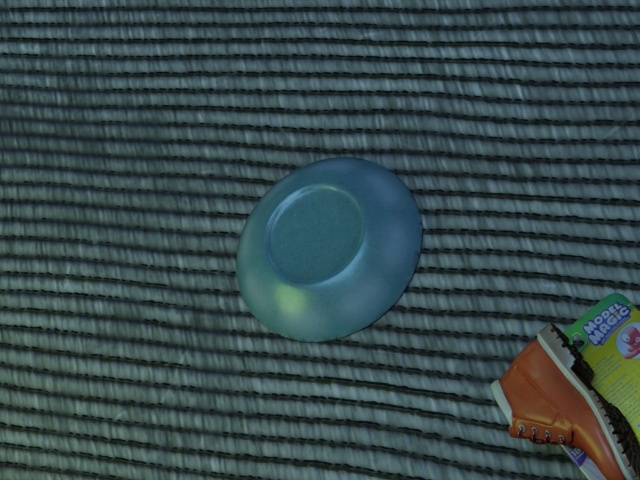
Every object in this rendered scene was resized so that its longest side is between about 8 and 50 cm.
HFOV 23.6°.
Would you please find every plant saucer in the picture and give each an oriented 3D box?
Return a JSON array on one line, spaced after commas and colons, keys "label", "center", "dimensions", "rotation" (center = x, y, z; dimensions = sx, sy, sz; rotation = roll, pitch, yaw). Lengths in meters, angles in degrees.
[{"label": "plant saucer", "center": [0.000, 0.000, 1.465], "dimensions": [0.195, 0.037, 0.195], "rotation": [-10, 63, 20]}]

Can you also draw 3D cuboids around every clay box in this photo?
[{"label": "clay box", "center": [0.271, 0.159, 1.259], "dimensions": [0.127, 0.053, 0.222], "rotation": [-40, 56, 4]}]

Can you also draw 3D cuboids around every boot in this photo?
[{"label": "boot", "center": [0.199, 0.150, 1.237], "dimensions": [0.084, 0.059, 0.158], "rotation": [-40, 48, 10]}]
